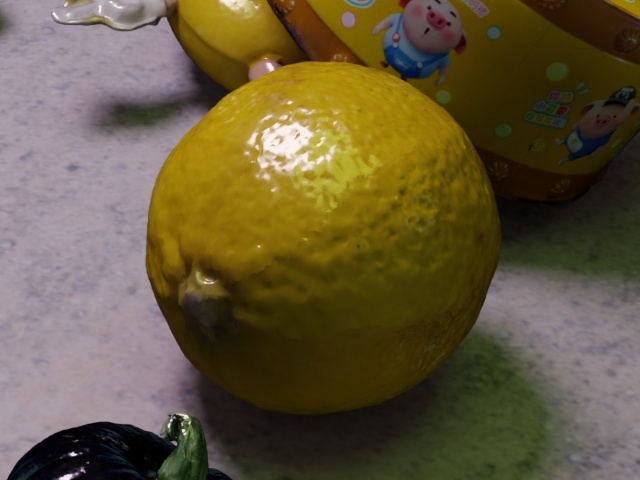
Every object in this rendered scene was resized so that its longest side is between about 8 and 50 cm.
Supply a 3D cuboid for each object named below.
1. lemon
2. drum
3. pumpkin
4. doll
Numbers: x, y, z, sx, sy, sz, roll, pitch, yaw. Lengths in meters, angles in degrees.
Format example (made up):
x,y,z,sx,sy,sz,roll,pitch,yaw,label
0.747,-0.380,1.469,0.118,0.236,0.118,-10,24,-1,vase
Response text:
x,y,z,sx,sy,sz,roll,pitch,yaw,label
0.001,-0.001,1.235,0.293,0.293,0.293,4,37,-3,lemon
0.157,-0.252,1.497,0.431,0.214,0.431,28,32,-20,drum
-0.118,0.201,1.038,0.194,0.150,0.194,30,41,-30,pumpkin
-0.055,-0.196,1.573,0.423,0.161,0.348,38,40,14,doll
